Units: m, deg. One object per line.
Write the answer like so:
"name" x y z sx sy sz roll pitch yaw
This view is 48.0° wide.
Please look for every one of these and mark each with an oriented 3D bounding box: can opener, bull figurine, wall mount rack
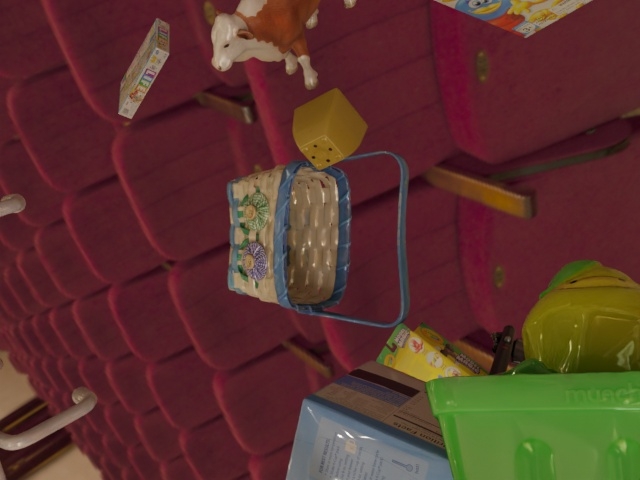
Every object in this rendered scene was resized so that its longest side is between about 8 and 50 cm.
"can opener" 0.332 0.211 1.301 0.073 0.186 0.059 10 113 23
"bull figurine" -0.051 -0.356 1.114 0.101 0.310 0.188 14 156 33
"wall mount rack" -0.363 0.076 0.725 0.304 0.130 0.350 -1 109 45

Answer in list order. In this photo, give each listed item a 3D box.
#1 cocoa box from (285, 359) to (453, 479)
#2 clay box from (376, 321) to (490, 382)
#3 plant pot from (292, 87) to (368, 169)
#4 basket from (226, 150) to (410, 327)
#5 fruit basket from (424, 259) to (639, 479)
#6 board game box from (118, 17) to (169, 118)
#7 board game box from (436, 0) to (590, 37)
"cocoa box" 0.085 0.389 1.025 0.231 0.228 0.347 17 102 25
"clay box" 0.223 0.254 1.367 0.222 0.053 0.127 39 126 17
"plant pot" 0.008 -0.150 1.025 0.081 0.083 0.081 -22 126 32
"basket" 0.000 0.000 1.097 0.289 0.201 0.254 -1 90 27
"fruit basket" 0.312 0.157 0.778 0.392 0.392 0.283 42 174 30
"board game box" -0.317 -0.308 1.289 0.154 0.026 0.103 -48 36 32
"board game box" 0.179 -0.351 0.787 0.142 0.275 0.144 -22 65 52
